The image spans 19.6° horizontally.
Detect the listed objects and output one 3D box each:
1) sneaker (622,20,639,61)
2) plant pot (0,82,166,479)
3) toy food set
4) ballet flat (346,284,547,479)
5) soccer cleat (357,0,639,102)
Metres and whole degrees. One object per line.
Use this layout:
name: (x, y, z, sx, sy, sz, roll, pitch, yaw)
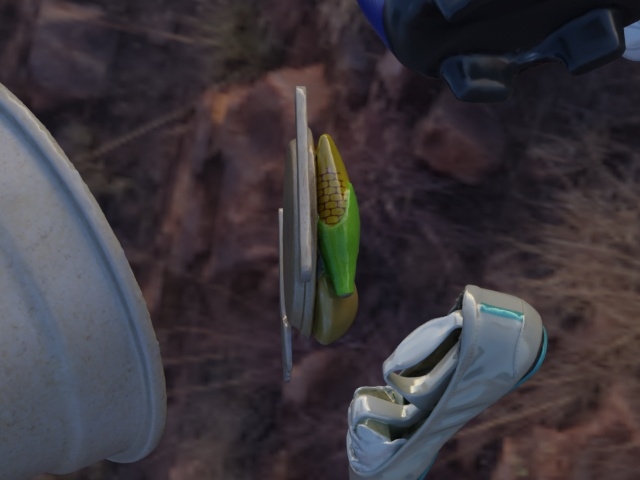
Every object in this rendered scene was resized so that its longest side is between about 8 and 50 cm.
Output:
sneaker: (0.368, -0.235, 1.900, 0.292, 0.110, 0.118, 23, 119, 32)
plant pot: (-0.328, 0.083, 1.302, 0.334, 0.305, 0.334, 40, 147, 33)
toy food set: (0.000, 0.000, 1.084, 0.192, 0.038, 0.132, 102, 167, -68)
ballet flat: (0.068, 0.117, 1.371, 0.248, 0.086, 0.086, -51, 54, 37)
soccer cleat: (0.145, -0.140, 0.663, 0.289, 0.093, 0.121, -17, 52, -6)
